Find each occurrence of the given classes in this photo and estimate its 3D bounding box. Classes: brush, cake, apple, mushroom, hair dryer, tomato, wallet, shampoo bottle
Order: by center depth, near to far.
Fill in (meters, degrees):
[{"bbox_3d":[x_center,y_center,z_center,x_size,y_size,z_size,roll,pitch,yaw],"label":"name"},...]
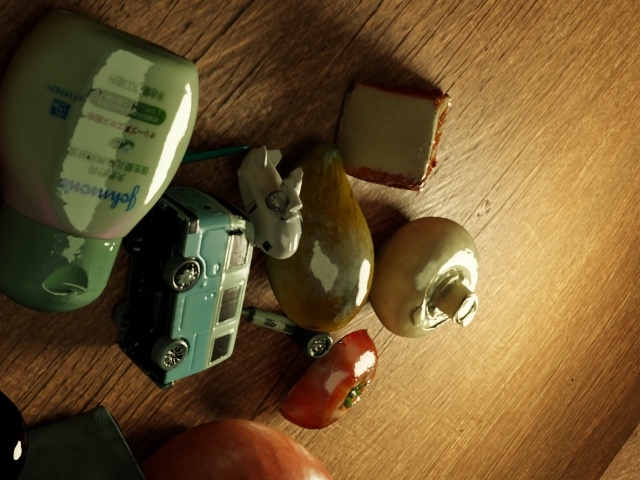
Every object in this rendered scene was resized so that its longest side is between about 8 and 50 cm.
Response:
[{"bbox_3d":[-0.285,-0.079,0.870,0.222,0.151,0.349,14,105,-41],"label":"shampoo bottle"},{"bbox_3d":[-0.424,0.344,0.961,0.379,0.190,0.046,-13,136,-34],"label":"wallet"},{"bbox_3d":[-0.177,-0.126,1.025,0.194,0.043,0.032,-19,93,-41],"label":"brush"},{"bbox_3d":[-0.155,0.466,1.185,0.364,0.364,0.363,-22,127,-32],"label":"apple"},{"bbox_3d":[0.176,-0.175,1.230,0.262,0.160,0.158,-8,116,-41],"label":"cake"},{"bbox_3d":[-0.079,0.141,1.246,0.198,0.100,0.057,20,99,-32],"label":"hair dryer"},{"bbox_3d":[0.030,0.265,1.355,0.225,0.085,0.225,-38,157,-20],"label":"tomato"},{"bbox_3d":[0.208,0.081,1.385,0.246,0.202,0.246,-27,140,-25],"label":"mushroom"}]

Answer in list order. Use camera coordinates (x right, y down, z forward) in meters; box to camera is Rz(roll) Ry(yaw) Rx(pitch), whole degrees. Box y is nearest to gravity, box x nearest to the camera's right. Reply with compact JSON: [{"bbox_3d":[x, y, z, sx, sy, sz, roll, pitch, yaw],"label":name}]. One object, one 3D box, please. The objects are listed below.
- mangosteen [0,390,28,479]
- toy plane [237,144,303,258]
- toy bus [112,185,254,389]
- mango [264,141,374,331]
[{"bbox_3d":[-0.474,0.247,0.841,0.243,0.243,0.242,-22,127,-32],"label":"mangosteen"},{"bbox_3d":[-0.072,-0.056,1.068,0.080,0.174,0.173,-8,119,-33],"label":"toy plane"},{"bbox_3d":[-0.187,0.055,1.055,0.165,0.133,0.271,-11,124,-44],"label":"toy bus"},{"bbox_3d":[0.000,0.000,1.187,0.193,0.146,0.316,-19,116,-39],"label":"mango"}]
